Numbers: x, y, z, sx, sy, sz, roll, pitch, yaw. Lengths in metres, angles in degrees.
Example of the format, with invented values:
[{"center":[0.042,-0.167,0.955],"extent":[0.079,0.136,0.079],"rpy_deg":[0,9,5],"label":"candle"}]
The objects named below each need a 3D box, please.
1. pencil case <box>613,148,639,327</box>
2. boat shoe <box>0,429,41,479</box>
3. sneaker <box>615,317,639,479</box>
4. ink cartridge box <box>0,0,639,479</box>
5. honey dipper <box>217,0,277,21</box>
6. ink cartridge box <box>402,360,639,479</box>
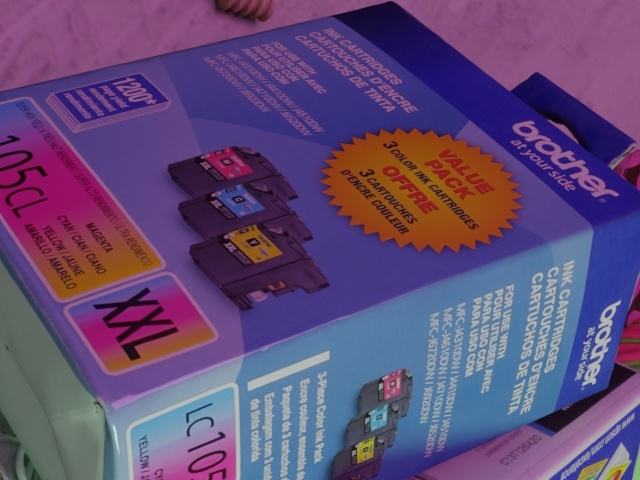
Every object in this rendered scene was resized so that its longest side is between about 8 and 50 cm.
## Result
[{"center":[0.247,0.012,1.065],"extent":[0.098,0.095,0.209],"rpy_deg":[39,56,-3],"label":"pencil case"},{"center":[-0.228,0.152,0.693],"extent":[0.320,0.103,0.118],"rpy_deg":[17,70,-30],"label":"boat shoe"},{"center":[0.360,0.152,1.055],"extent":[0.482,0.185,0.202],"rpy_deg":[-6,107,-46],"label":"sneaker"},{"center":[0.000,0.000,0.748],"extent":[0.395,0.270,0.151],"rpy_deg":[-17,133,-29],"label":"ink cartridge box"},{"center":[-0.106,-0.192,0.908],"extent":[0.160,0.030,0.031],"rpy_deg":[13,71,-29],"label":"honey dipper"},{"center":[0.093,0.260,0.795],"extent":[0.303,0.072,0.307],"rpy_deg":[-25,128,-47],"label":"ink cartridge box"}]
